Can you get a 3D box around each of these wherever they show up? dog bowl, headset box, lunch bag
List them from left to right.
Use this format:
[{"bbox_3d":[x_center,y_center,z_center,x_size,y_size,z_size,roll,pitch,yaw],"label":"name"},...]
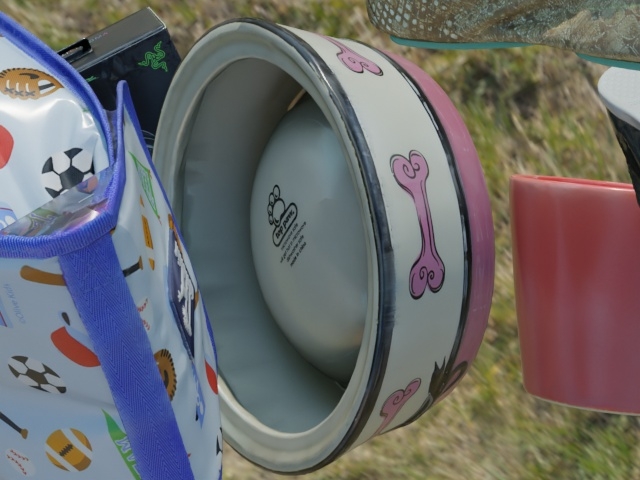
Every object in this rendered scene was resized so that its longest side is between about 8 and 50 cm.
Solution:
[{"bbox_3d":[-0.226,0.025,1.318,0.239,0.328,0.385,-32,41,-21],"label":"lunch bag"},{"bbox_3d":[-0.267,-0.135,2.191,0.246,0.283,0.131,-27,25,-6],"label":"headset box"},{"bbox_3d":[0.000,0.000,1.532,0.150,0.408,0.408,-8,64,-31],"label":"dog bowl"}]

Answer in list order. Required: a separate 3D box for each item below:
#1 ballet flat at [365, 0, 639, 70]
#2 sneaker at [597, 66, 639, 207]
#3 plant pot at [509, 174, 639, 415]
[{"bbox_3d":[0.090,-0.100,0.589,0.206,0.067,0.073,8,38,41],"label":"ballet flat"},{"bbox_3d":[0.348,-0.050,1.500,0.104,0.147,0.296,-29,31,1],"label":"sneaker"},{"bbox_3d":[0.334,0.059,1.870,0.275,0.275,0.243,7,94,20],"label":"plant pot"}]
